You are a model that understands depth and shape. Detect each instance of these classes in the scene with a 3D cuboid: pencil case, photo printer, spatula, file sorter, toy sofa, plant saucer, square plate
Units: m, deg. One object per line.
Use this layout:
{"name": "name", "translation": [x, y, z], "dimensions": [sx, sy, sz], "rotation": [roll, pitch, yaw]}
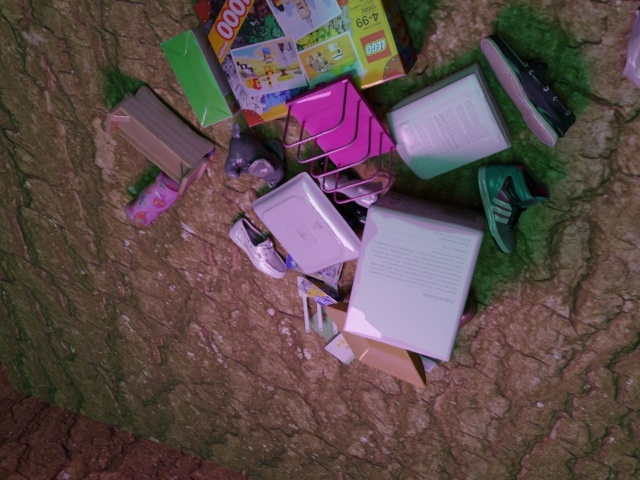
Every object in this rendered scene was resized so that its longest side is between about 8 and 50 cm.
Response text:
{"name": "pencil case", "translation": [-0.624, -0.168, 2.035], "dimensions": [0.284, 0.124, 0.124], "rotation": [-34, 105, 35]}
{"name": "photo printer", "translation": [0.357, -0.325, 1.536], "dimensions": [0.307, 0.107, 0.256], "rotation": [-21, 112, 32]}
{"name": "spatula", "translation": [-0.004, 0.257, 2.093], "dimensions": [0.168, 0.019, 0.242], "rotation": [0, 107, 18]}
{"name": "file sorter", "translation": [0.054, -0.260, 1.475], "dimensions": [0.202, 0.183, 0.290], "rotation": [-14, 142, 30]}
{"name": "toy sofa", "translation": [-0.561, -0.353, 1.885], "dimensions": [0.362, 0.177, 0.150], "rotation": [40, 152, -7]}
{"name": "plant saucer", "translation": [0.212, 0.351, 1.896], "dimensions": [0.332, 0.081, 0.333], "rotation": [12, 141, 46]}
{"name": "square plate", "translation": [-0.052, -0.035, 1.816], "dimensions": [0.347, 0.049, 0.344], "rotation": [51, 143, -14]}

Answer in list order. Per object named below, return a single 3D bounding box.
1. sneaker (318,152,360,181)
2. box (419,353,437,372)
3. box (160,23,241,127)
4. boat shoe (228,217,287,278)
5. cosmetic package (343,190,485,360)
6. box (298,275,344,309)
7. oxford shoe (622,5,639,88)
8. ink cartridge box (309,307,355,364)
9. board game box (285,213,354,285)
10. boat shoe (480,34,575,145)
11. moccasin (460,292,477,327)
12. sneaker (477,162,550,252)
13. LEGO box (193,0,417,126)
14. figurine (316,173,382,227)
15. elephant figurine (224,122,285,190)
{"name": "sneaker", "translation": [0.061, -0.207, 1.749], "dimensions": [0.188, 0.078, 0.067], "rotation": [41, 127, -17]}
{"name": "box", "translation": [0.300, 0.397, 2.062], "dimensions": [0.323, 0.063, 0.067], "rotation": [28, 127, 3]}
{"name": "box", "translation": [-0.319, -0.513, 1.608], "dimensions": [0.126, 0.231, 0.262], "rotation": [-11, 117, 28]}
{"name": "boat shoe", "translation": [-0.222, 0.028, 2.009], "dimensions": [0.277, 0.098, 0.096], "rotation": [43, 128, -7]}
{"name": "cosmetic package", "translation": [0.293, 0.089, 1.628], "dimensions": [0.327, 0.329, 0.394], "rotation": [14, 105, 14]}
{"name": "box", "translation": [0.002, 0.203, 2.032], "dimensions": [0.168, 0.054, 0.059], "rotation": [36, 116, 10]}
{"name": "oxford shoe", "translation": [0.792, -0.550, 1.196], "dimensions": [0.130, 0.169, 0.450], "rotation": [37, 137, 43]}
{"name": "ink cartridge box", "translation": [0.069, 0.379, 2.152], "dimensions": [0.235, 0.056, 0.171], "rotation": [37, 128, -6]}
{"name": "board game box", "translation": [0.000, 0.000, 1.934], "dimensions": [0.213, 0.046, 0.318], "rotation": [19, 127, 8]}
{"name": "boat shoe", "translation": [0.554, -0.414, 1.400], "dimensions": [0.113, 0.127, 0.340], "rotation": [-38, 96, 6]}
{"name": "moccasin", "translation": [0.371, 0.264, 1.889], "dimensions": [0.379, 0.139, 0.146], "rotation": [-16, 156, 37]}
{"name": "sneaker", "translation": [0.591, -0.101, 1.587], "dimensions": [0.178, 0.124, 0.296], "rotation": [-6, 118, 36]}
{"name": "LEGO box", "translation": [-0.036, -0.577, 1.475], "dimensions": [0.499, 0.193, 0.373], "rotation": [-12, 116, 28]}
{"name": "figurine", "translation": [0.084, -0.135, 1.719], "dimensions": [0.209, 0.093, 0.215], "rotation": [15, 155, 9]}
{"name": "elephant figurine", "translation": [-0.188, -0.262, 1.791], "dimensions": [0.239, 0.186, 0.170], "rotation": [16, 86, -1]}
